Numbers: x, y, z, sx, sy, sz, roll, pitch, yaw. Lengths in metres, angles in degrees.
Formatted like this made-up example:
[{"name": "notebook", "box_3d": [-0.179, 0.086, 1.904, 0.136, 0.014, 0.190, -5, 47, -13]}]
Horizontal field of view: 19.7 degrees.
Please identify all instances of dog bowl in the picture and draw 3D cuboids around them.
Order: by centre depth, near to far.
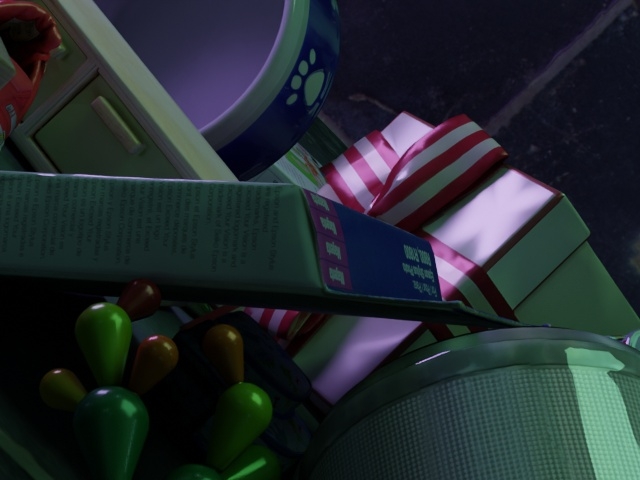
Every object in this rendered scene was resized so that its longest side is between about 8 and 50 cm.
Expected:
[{"name": "dog bowl", "box_3d": [-0.119, -0.176, 1.597, 0.265, 0.265, 0.104, 52, 8, 30]}]

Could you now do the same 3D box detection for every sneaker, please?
[{"name": "sneaker", "box_3d": [-0.229, -0.119, 1.280, 0.107, 0.118, 0.279, 45, 9, -19]}]

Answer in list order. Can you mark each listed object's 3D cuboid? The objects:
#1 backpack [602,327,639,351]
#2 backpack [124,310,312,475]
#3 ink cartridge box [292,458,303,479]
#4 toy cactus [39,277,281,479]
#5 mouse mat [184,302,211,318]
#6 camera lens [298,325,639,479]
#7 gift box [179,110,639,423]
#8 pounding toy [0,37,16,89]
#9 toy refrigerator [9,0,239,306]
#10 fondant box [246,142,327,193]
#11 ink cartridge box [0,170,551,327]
[{"name": "backpack", "box_3d": [0.239, 0.169, 1.195, 0.263, 0.213, 0.276, 0, 68, -42]}, {"name": "backpack", "box_3d": [-0.055, 0.105, 1.218, 0.114, 0.084, 0.105, 50, 11, 6]}, {"name": "ink cartridge box", "box_3d": [0.041, 0.194, 1.248, 0.122, 0.052, 0.088, 24, 1, 17]}, {"name": "toy cactus", "box_3d": [-0.086, 0.134, 0.906, 0.180, 0.112, 0.219, -22, 93, -57]}, {"name": "mouse mat", "box_3d": [-0.160, -0.011, 1.513, 0.190, 0.007, 0.152, 44, 9, -27]}, {"name": "camera lens", "box_3d": [0.109, 0.198, 0.931, 0.219, 0.219, 0.274, 39, 31, -42]}, {"name": "gift box", "box_3d": [0.070, 0.067, 1.412, 0.276, 0.255, 0.258, 27, -21, 53]}, {"name": "pounding toy", "box_3d": [-0.270, -0.130, 1.088, 0.141, 0.130, 0.100, 40, 11, -39]}, {"name": "toy refrigerator", "box_3d": [-0.169, -0.083, 1.424, 0.269, 0.102, 0.094, 51, 13, 15]}, {"name": "fondant box", "box_3d": [0.000, 0.000, 1.962, 0.330, 0.096, 0.238, 44, 9, -25]}, {"name": "ink cartridge box", "box_3d": [-0.041, 0.008, 1.123, 0.330, 0.071, 0.324, 3, -4, 15]}]
